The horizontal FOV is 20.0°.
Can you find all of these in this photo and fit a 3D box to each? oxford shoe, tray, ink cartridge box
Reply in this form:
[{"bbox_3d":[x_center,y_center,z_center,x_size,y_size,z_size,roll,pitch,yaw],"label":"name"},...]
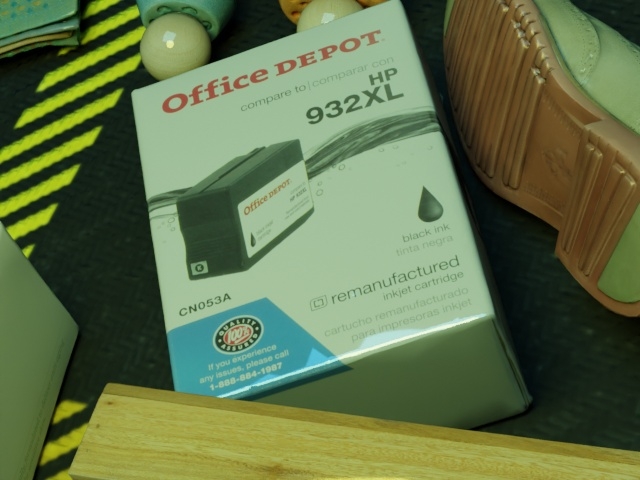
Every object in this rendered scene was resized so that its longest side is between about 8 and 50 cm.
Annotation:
[{"bbox_3d":[0.206,-0.083,1.322,0.146,0.140,0.397,-4,41,-22],"label":"oxford shoe"},{"bbox_3d":[0.075,0.186,1.091,0.411,0.203,0.076,4,55,23],"label":"tray"},{"bbox_3d":[0.000,0.000,1.307,0.223,0.129,0.307,-18,50,7],"label":"ink cartridge box"}]

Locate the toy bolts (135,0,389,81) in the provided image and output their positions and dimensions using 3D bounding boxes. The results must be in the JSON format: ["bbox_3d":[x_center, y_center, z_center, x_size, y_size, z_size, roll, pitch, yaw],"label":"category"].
[{"bbox_3d":[-0.071,-0.224,1.474,0.228,0.218,0.158,-15,55,33],"label":"toy bolts"}]

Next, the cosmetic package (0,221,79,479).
[{"bbox_3d":[-0.391,0.103,1.359,0.365,0.155,0.197,1,56,20],"label":"cosmetic package"}]

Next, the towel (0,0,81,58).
[{"bbox_3d":[-0.389,-0.237,1.693,0.370,0.040,0.271,-15,50,12],"label":"towel"}]
